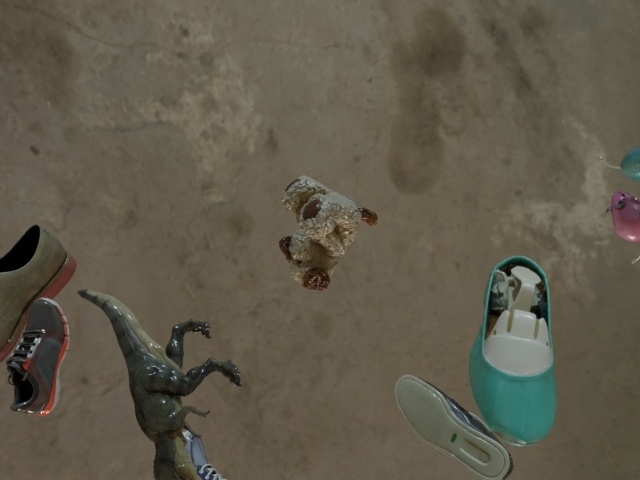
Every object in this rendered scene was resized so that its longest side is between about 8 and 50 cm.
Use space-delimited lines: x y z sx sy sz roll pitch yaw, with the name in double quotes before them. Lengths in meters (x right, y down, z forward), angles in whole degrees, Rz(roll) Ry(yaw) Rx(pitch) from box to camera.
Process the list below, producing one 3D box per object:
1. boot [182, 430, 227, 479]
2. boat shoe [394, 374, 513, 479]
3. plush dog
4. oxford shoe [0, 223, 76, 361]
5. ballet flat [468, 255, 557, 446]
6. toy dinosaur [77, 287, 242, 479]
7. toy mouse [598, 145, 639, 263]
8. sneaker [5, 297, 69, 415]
"boot" -0.200 0.434 1.049 0.086 0.069 0.190 -21 71 20
"boat shoe" 0.222 0.317 0.989 0.233 0.079 0.084 35 98 34
"plush dog" 0.000 0.000 1.365 0.210 0.262 0.226 21 105 -25
"oxford shoe" -0.601 0.116 1.052 0.122 0.130 0.348 9 50 22
"ballet flat" 0.200 0.092 0.603 0.083 0.247 0.087 6 121 14
"toy dinosaur" -0.163 0.141 0.636 0.118 0.064 0.268 -21 66 -25
"toy mouse" 0.350 -0.050 0.636 0.031 0.161 0.143 -18 51 -23
"sneaker" -0.381 0.153 0.773 0.061 0.065 0.158 -10 75 20
